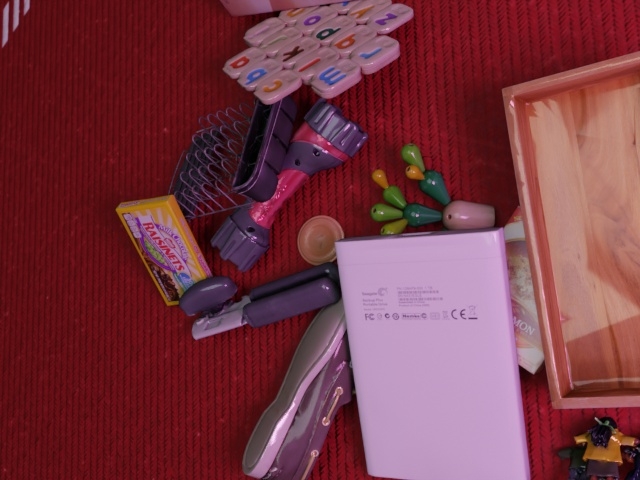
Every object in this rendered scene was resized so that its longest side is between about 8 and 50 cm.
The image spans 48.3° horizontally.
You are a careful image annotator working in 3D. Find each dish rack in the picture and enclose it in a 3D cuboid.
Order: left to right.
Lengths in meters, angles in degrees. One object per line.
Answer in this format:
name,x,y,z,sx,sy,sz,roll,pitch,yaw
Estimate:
dish rack,-0.162,-0.135,1.164,0.272,0.074,0.208,-10,55,39

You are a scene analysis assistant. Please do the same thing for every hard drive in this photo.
hard drive,0.154,0.164,0.993,0.233,0.047,0.353,-4,99,27

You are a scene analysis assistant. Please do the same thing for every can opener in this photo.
can opener,-0.105,0.087,1.139,0.283,0.095,0.076,-21,30,26

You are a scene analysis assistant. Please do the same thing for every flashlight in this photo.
flashlight,-0.053,-0.083,1.155,0.103,0.103,0.304,38,101,-3

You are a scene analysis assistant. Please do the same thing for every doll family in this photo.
doll family,0.394,0.270,0.903,0.193,0.076,0.111,-2,44,30

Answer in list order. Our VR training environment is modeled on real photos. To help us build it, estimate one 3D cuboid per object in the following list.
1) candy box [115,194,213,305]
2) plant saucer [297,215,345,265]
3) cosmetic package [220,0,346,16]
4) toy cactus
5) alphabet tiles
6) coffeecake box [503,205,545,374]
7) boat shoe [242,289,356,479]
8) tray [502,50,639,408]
candy box,-0.252,0.020,1.196,0.105,0.027,0.205,-9,122,21
plant saucer,0.000,0.000,1.165,0.084,0.013,0.083,-3,82,24
cosmetic package,-0.036,-0.472,1.155,0.296,0.153,0.129,-1,65,25
toy cactus,0.165,-0.031,1.065,0.181,0.112,0.219,1,81,5
alphabet tiles,-0.006,-0.309,1.120,0.278,0.021,0.284,-34,44,-12
coffeecake box,0.292,0.069,0.998,0.142,0.068,0.185,34,97,24
boat shoe,0.000,0.225,1.089,0.097,0.116,0.324,31,82,-16
tray,0.362,-0.009,0.878,0.203,0.076,0.410,-10,85,31
